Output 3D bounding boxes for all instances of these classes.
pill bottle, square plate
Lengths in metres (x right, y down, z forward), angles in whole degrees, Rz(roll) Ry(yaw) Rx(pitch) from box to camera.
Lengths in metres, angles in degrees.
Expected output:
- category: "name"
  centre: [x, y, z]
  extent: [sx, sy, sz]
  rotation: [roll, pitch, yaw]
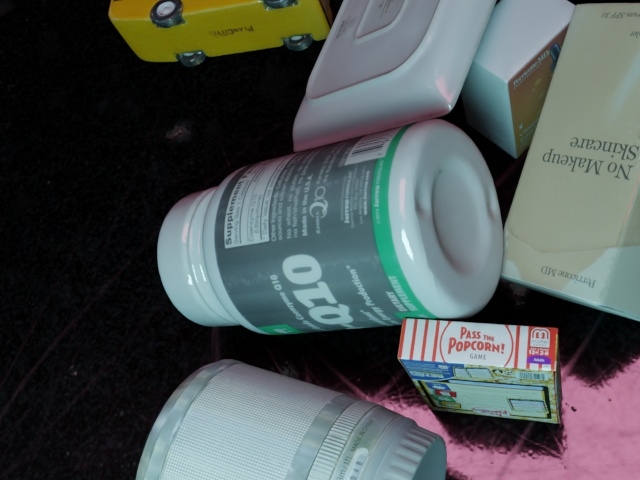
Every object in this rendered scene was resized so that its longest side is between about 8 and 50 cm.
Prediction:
- category: "pill bottle"
  centre: [0.000, 0.000, 0.897]
  extent: [0.361, 0.204, 0.204]
  rotation: [-10, 59, 38]
- category: "square plate"
  centre: [0.099, -0.290, 1.030]
  extent: [0.344, 0.049, 0.347]
  rotation: [-3, 61, 58]

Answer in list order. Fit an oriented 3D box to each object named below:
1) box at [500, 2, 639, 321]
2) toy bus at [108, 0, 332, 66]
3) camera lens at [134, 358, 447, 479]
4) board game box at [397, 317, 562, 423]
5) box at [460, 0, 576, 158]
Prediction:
- category: "box"
  centre: [0.314, -0.083, 0.858]
  extent: [0.148, 0.121, 0.311]
  rotation: [16, 89, 48]
- category: "toy bus"
  centre: [-0.151, -0.359, 1.232]
  extent: [0.332, 0.108, 0.130]
  rotation: [-5, 61, 16]
- category: "camera lens"
  centre: [-0.033, 0.254, 0.817]
  extent: [0.274, 0.219, 0.219]
  rotation: [13, 69, 23]
- category: "board game box"
  centre: [0.171, 0.138, 0.826]
  extent: [0.146, 0.193, 0.045]
  rotation: [2, 65, 18]
- category: "box"
  centre: [0.247, -0.208, 0.989]
  extent: [0.130, 0.170, 0.091]
  rotation: [-44, 60, -5]
